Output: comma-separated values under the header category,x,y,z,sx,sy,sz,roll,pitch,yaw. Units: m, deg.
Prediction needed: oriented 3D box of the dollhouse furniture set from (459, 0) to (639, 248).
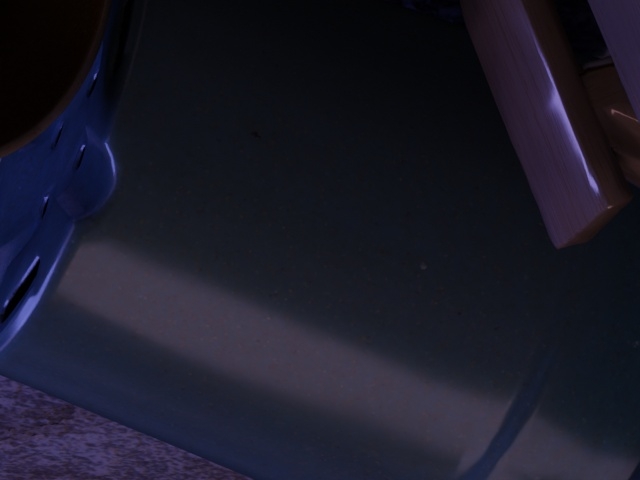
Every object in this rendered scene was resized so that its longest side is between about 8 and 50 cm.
category,x,y,z,sx,sy,sz,roll,pitch,yaw
dollhouse furniture set,0.261,-0.212,0.682,0.362,0.257,0.394,-17,168,-14

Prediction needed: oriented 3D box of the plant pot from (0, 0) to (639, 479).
category,x,y,z,sx,sy,sz,roll,pitch,yaw
plant pot,0.000,0.000,0.973,0.334,0.341,0.341,20,146,-21

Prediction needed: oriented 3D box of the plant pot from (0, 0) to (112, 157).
category,x,y,z,sx,sy,sz,roll,pitch,yaw
plant pot,-0.272,-0.149,0.855,0.254,0.237,0.237,-1,156,39
